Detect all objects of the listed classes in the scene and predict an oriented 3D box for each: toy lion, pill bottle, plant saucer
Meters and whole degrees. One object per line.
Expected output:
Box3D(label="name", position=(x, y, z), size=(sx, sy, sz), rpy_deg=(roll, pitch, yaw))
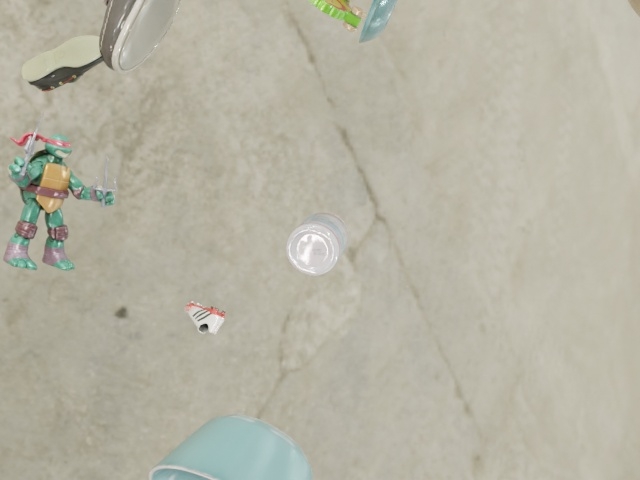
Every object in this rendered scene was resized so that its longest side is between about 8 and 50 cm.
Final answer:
Box3D(label="toy lion", position=(0.013, -0.336, 1.219), size=(0.096, 0.100, 0.034), rpy_deg=(21, 118, -29))
Box3D(label="pill bottle", position=(0.000, 0.000, 1.454), size=(0.160, 0.087, 0.087), rpy_deg=(-49, 132, -75))
Box3D(label="plant saucer", position=(0.076, -0.282, 1.005), size=(0.021, 0.119, 0.119), rpy_deg=(20, 68, -5))

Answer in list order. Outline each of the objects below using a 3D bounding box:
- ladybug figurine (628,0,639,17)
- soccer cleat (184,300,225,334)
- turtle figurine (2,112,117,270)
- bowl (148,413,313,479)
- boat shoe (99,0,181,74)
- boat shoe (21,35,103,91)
Box3D(label="ladybug figurine", position=(0.400, -0.322, 0.607), size=(0.305, 0.162, 0.449), rpy_deg=(12, 125, -21))
Box3D(label="soccer cleat", position=(-0.153, 0.100, 1.110), size=(0.029, 0.083, 0.035), rpy_deg=(33, 72, -38))
Box3D(label="turtle figurine", position=(-0.403, -0.074, 1.311), size=(0.175, 0.118, 0.234), rpy_deg=(8, 100, -39))
Box3D(label="bowl", position=(-0.138, 0.434, 1.578), size=(0.311, 0.312, 0.163), rpy_deg=(59, 45, -34))
Box3D(label="boat shoe", position=(-0.239, -0.377, 1.201), size=(0.112, 0.096, 0.335), rpy_deg=(87, 24, -68))
Box3D(label="boat shoe", position=(-0.347, -0.245, 1.198), size=(0.042, 0.133, 0.048), rpy_deg=(46, 30, -60))
